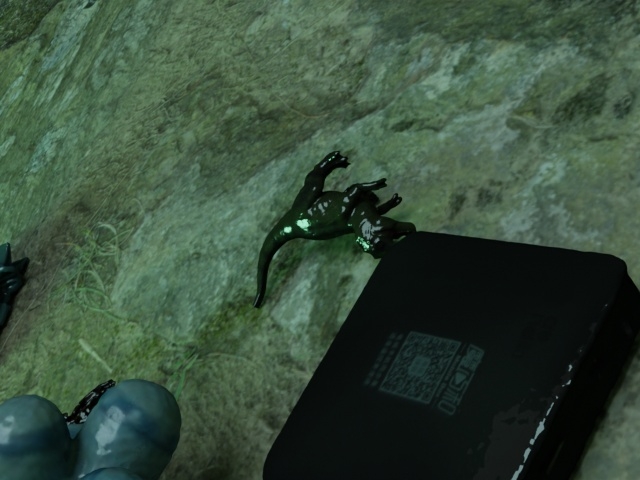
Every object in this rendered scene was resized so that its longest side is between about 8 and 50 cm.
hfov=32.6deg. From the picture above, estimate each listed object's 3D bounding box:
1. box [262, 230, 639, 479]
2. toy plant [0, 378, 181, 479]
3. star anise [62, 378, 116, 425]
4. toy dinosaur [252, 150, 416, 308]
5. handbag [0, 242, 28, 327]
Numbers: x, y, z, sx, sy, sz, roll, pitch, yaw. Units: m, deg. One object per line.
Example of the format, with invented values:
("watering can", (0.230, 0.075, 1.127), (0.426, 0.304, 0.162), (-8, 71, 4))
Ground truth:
("box", (0.106, 0.128, 0.941), (0.289, 0.073, 0.290), (8, 61, 50))
("toy plant", (-0.238, 0.276, 1.008), (0.332, 0.247, 0.247), (-54, 36, -12))
("star anise", (-0.300, 0.266, 1.230), (0.212, 0.053, 0.157), (-37, 35, 8))
("toy dinosaur", (0.000, 0.000, 1.165), (0.179, 0.087, 0.187), (-53, 34, -13))
("handbag", (-0.524, 0.119, 1.605), (0.179, 0.062, 0.229), (-19, 43, 28))
